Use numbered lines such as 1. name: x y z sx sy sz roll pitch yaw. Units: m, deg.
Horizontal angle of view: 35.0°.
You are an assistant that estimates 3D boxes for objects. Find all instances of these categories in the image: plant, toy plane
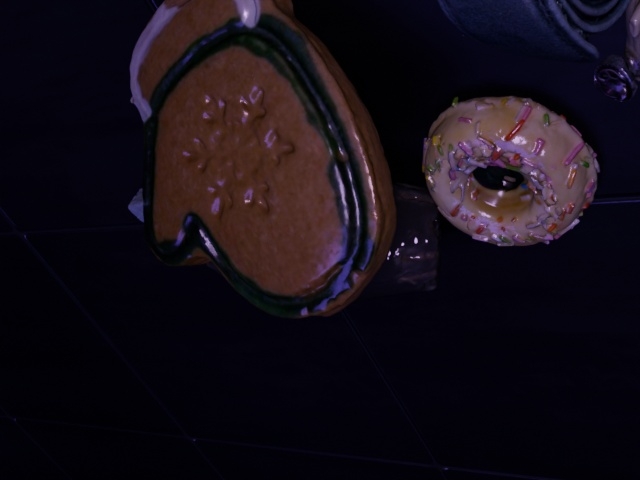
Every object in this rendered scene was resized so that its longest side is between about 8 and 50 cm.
1. plant: 0.000 0.000 1.064 0.256 0.142 0.164 3 169 12
2. toy plane: 0.281 -0.110 0.785 0.108 0.092 0.286 31 153 35

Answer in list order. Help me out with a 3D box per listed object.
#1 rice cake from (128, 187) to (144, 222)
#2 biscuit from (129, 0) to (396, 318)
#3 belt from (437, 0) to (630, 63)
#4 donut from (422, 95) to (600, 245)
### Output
1. rice cake: -0.143 -0.066 1.192 0.045 0.042 0.245 44 141 -23
2. biscuit: -0.081 -0.076 0.958 0.287 0.057 0.344 -36 76 35
3. belt: 0.139 -0.237 0.646 0.116 0.206 0.267 7 129 38
4. donut: 0.175 -0.060 0.960 0.174 0.068 0.175 20 143 16
